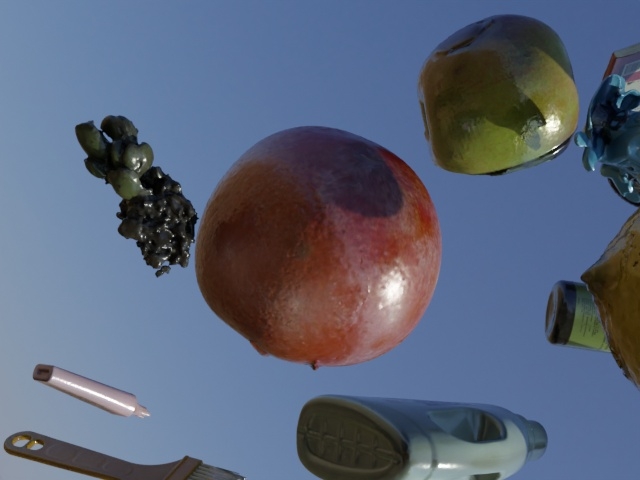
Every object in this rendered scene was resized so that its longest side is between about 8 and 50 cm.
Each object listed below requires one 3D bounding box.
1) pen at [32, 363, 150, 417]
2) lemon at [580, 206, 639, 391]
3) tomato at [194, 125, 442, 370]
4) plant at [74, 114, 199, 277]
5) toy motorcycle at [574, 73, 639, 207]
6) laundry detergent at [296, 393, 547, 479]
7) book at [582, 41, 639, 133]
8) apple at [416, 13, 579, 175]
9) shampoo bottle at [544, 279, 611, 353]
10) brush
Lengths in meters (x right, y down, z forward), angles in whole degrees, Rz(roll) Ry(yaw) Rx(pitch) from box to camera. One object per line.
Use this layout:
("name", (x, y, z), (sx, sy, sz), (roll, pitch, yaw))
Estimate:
("pen", (-0.297, 0.206, 1.692), (0.053, 0.032, 0.197), (0, -21, 42))
("lemon", (0.370, 0.062, 1.103), (0.253, 0.228, 0.228), (30, -36, 31))
("tomato", (0.000, 0.000, 1.345), (0.265, 0.264, 0.265), (52, -23, 33))
("plant", (-0.174, -0.048, 1.232), (0.087, 0.085, 0.174), (-3, -58, 51))
("toy motorcycle", (0.388, -0.109, 1.376), (0.182, 0.124, 0.272), (47, -27, -19))
("laundry detergent", (0.190, 0.297, 1.853), (0.264, 0.397, 0.125), (1, -95, 52))
("book", (0.502, -0.245, 1.991), (0.232, 0.162, 0.022), (94, -27, -61))
("apple", (0.217, -0.179, 1.586), (0.174, 0.188, 0.207), (89, -16, -66))
("shampoo bottle", (0.488, 0.128, 1.922), (0.101, 0.283, 0.101), (-172, -90, -89))
("brush", (-0.221, 0.242, 1.337), (0.272, 0.103, 0.013), (11, -61, 23))
